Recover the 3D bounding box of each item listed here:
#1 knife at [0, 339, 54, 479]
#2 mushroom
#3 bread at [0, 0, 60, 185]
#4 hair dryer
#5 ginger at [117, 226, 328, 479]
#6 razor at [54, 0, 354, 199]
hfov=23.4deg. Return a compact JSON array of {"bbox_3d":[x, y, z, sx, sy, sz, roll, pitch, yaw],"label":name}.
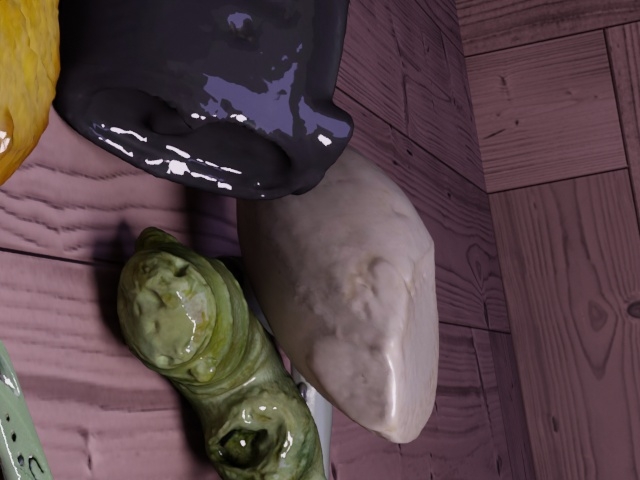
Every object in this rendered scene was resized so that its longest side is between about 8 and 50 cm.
[{"bbox_3d":[-0.135,0.178,0.814,0.043,0.020,0.293,-58,135,-67],"label":"knife"},{"bbox_3d":[0.000,0.000,1.076,0.350,0.128,0.128,57,-7,48],"label":"mushroom"},{"bbox_3d":[-0.193,-0.117,0.548,0.268,0.146,0.268,-13,90,-79],"label":"bread"},{"bbox_3d":[-0.031,0.110,1.194,0.229,0.092,0.267,43,48,-56],"label":"hair dryer"},{"bbox_3d":[-0.058,0.099,1.021,0.137,0.089,0.290,-91,164,-49],"label":"ginger"},{"bbox_3d":[-0.072,-0.199,1.030,0.204,0.113,0.349,18,52,-28],"label":"razor"}]
